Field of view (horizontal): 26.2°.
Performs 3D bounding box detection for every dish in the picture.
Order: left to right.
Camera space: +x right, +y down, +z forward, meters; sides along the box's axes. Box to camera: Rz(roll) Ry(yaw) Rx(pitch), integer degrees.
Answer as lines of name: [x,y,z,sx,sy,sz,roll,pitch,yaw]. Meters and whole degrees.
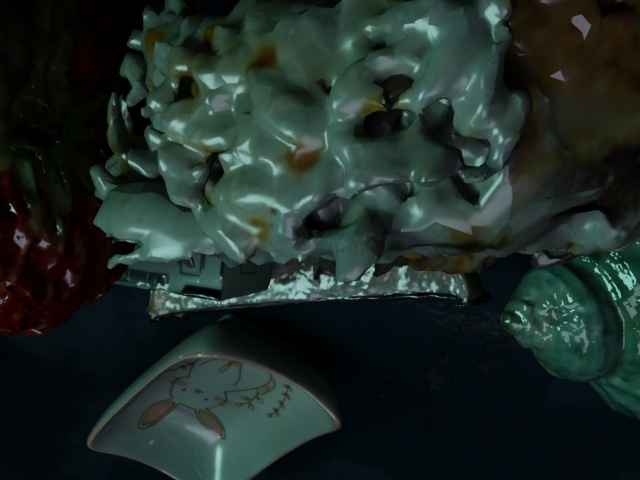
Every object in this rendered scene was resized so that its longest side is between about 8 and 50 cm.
dish: [-0.090,0.140,1.204,0.151,0.077,0.212,29,137,-22]

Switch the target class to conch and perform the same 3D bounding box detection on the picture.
conch: [0.221,0.058,0.993,0.202,0.134,0.196,22,137,-14]

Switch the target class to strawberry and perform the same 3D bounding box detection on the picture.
strawberry: [-0.236,-0.073,0.847,0.220,0.274,0.274,-15,134,37]

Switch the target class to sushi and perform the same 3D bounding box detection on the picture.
sushi: [0.074,-0.069,0.755,0.417,0.176,0.417,-5,178,0]

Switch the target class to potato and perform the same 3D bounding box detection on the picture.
potato: [0.002,-0.002,1.022,0.261,0.120,0.100,-4,97,20]

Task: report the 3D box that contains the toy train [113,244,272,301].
toy train: [-0.232,-0.026,1.008,0.406,0.086,0.088,7,97,22]
